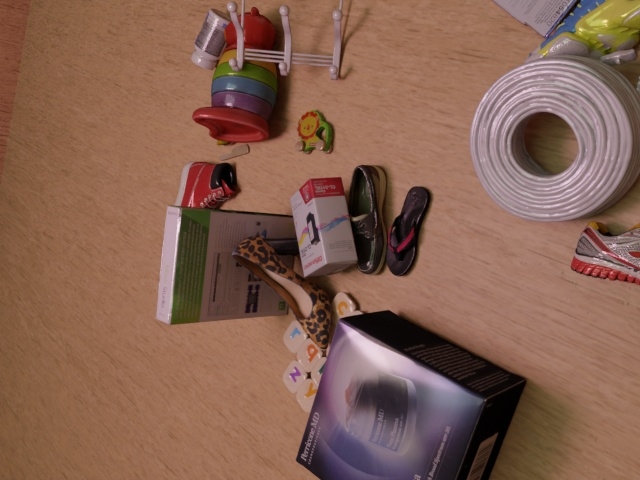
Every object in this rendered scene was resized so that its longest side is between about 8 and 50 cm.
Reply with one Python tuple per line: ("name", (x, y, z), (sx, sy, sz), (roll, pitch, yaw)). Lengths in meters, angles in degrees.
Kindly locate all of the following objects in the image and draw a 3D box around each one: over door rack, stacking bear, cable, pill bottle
("over door rack", (-0.064, -0.512, 1.278), (0.239, 0.108, 0.324), (7, 95, 5))
("stacking bear", (-0.177, -0.390, 1.424), (0.164, 0.175, 0.289), (6, 82, 12))
("cable", (0.356, -0.149, 0.934), (0.257, 0.089, 0.257), (5, 110, 39))
("pill bottle", (-0.276, -0.513, 1.566), (0.078, 0.078, 0.137), (49, 119, 32))

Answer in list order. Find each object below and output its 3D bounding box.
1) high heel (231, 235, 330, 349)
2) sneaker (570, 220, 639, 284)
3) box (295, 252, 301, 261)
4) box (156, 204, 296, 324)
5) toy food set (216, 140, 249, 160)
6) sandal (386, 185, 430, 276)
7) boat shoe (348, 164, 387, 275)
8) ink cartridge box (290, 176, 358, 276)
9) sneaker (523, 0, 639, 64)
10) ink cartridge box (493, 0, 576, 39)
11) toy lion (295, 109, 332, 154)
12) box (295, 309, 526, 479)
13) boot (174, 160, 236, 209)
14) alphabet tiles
("high heel", (-0.082, 0.113, 1.261), (0.093, 0.186, 0.261), (-35, 68, 39))
("sneaker", (0.469, 0.021, 0.860), (0.225, 0.088, 0.093), (13, 96, 42))
("box", (0.000, 0.000, 1.331), (0.081, 0.028, 0.136), (45, 119, 34))
("box", (-0.189, 0.051, 1.303), (0.058, 0.322, 0.232), (11, 95, 42))
("toy food set", (-0.237, -0.305, 1.550), (0.132, 0.038, 0.192), (-11, 81, 42))
("sandal", (0.159, -0.019, 1.176), (0.067, 0.040, 0.179), (24, 105, 40))
("boat shoe", (0.085, -0.042, 1.222), (0.080, 0.073, 0.224), (2, 89, 43))
("ink cartridge box", (0.004, -0.024, 1.231), (0.127, 0.072, 0.175), (144, 118, -63))
("sneaker", (0.423, -0.338, 0.933), (0.240, 0.091, 0.126), (-18, 58, 41))
("ink cartridge box", (0.372, -0.475, 0.995), (0.223, 0.045, 0.224), (-53, 57, 28))
("toy lion", (-0.014, -0.241, 1.353), (0.100, 0.034, 0.096), (7, 86, 42))
("box", (0.146, 0.318, 1.068), (0.294, 0.182, 0.296), (24, 104, 36))
("boot", (-0.291, -0.080, 1.564), (0.176, 0.088, 0.244), (9, 91, 41))
("alphabet tiles", (0.028, 0.261, 1.299), (0.284, 0.021, 0.278), (48, 119, 33))
